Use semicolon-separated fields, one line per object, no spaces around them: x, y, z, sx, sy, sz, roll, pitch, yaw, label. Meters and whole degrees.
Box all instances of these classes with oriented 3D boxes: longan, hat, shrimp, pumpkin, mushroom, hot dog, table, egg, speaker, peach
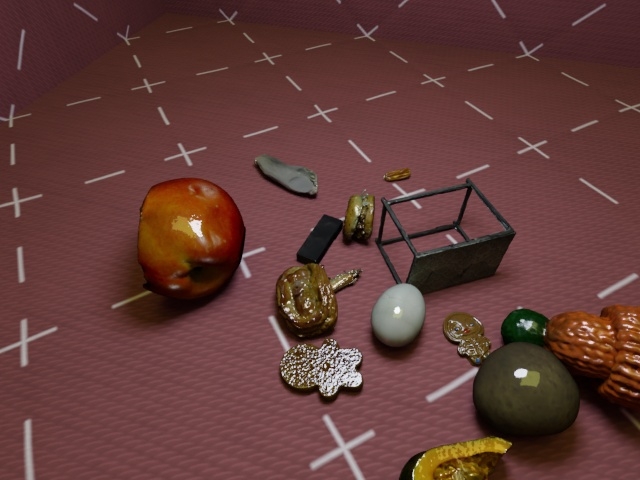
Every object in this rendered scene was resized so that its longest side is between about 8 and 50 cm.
0.508;0.379;1.034;0.246;0.215;0.245;-2;83;21;longan
0.708;0.254;1.088;0.401;0.285;0.285;22;52;24;hat
0.045;0.117;1.383;0.178;0.034;0.124;-30;51;-12;shrimp
0.316;0.561;0.910;0.281;0.139;0.189;-7;44;-2;pumpkin
-0.141;-0.277;1.699;0.352;0.097;0.109;27;53;26;mushroom
0.325;-0.275;1.736;0.122;0.037;0.049;-12;60;-4;hot dog
0.392;-0.012;1.372;0.336;0.222;0.272;-13;49;-12;table
0.232;0.215;1.214;0.151;0.151;0.209;19;49;16;egg
0.000;0.000;1.481;0.082;0.044;0.218;20;52;17;speaker
-0.393;-0.007;1.296;0.311;0.334;0.405;0;43;-8;peach
-0.048;0.165;1.277;0.175;0.114;0.258;-24;51;3;hot dog

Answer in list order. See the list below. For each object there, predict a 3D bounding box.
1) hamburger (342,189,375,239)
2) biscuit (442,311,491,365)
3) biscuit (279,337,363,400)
0.137;-0.093;1.482;0.114;0.177;0.185;4;89;9;hamburger
0.443;0.287;1.232;0.124;0.026;0.175;-15;49;-12;biscuit
0.004;0.359;1.161;0.237;0.039;0.179;3;50;4;biscuit
